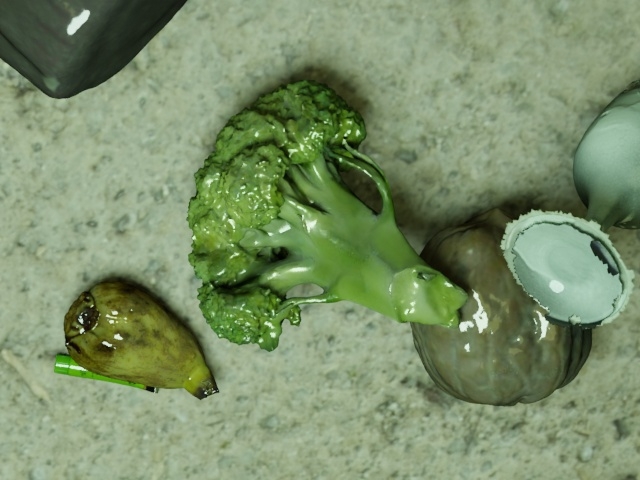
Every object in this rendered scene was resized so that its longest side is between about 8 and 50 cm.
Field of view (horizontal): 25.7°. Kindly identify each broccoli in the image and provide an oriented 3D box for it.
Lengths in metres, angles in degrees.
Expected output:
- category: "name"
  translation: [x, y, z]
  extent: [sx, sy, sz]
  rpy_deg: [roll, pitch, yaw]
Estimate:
- category: "broccoli"
  translation: [-0.035, -0.007, 1.457]
  extent: [0.254, 0.302, 0.186]
  rpy_deg: [-33, 144, 9]

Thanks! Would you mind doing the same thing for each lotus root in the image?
- category: "lotus root"
  translation: [-0.199, 0.119, 1.576]
  extent: [0.190, 0.094, 0.108]
  rpy_deg: [30, 103, -19]

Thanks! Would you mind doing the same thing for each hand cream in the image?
- category: "hand cream"
  translation: [-0.244, 0.150, 1.612]
  extent: [0.122, 0.023, 0.036]
  rpy_deg: [9, 91, -9]

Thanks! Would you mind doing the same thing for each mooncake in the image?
- category: "mooncake"
  translation: [-0.209, -0.291, 1.388]
  extent: [0.154, 0.306, 0.306]
  rpy_deg: [40, 97, -1]

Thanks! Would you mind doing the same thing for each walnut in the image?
- category: "walnut"
  translation: [0.194, 0.073, 1.535]
  extent: [0.224, 0.224, 0.224]
  rpy_deg: [-1, 102, -3]

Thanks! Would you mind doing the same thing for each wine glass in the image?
- category: "wine glass"
  translation: [0.312, -0.051, 1.460]
  extent: [0.143, 0.321, 0.143]
  rpy_deg: [20, 132, 24]
